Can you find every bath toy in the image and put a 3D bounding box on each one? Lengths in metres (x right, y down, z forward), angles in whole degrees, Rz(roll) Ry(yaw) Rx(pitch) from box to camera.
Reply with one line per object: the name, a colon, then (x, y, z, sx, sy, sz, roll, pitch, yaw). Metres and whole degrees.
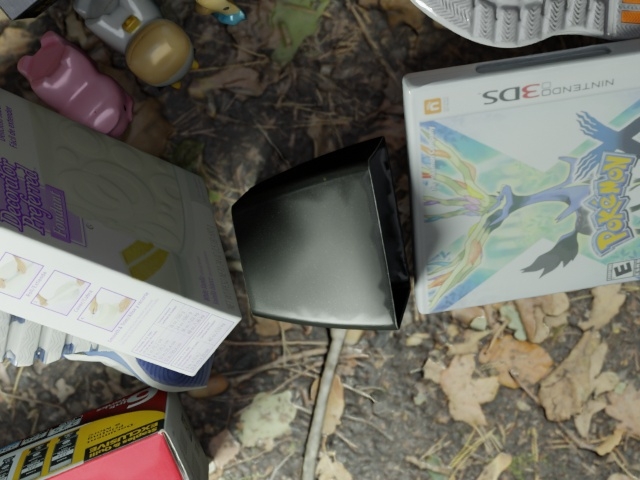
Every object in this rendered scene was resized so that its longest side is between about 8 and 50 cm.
bath toy: (-0.247, -0.171, 1.536, 0.348, 0.151, 0.129, -43, 136, 4)

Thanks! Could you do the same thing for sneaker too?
sneaker: (0.213, -0.275, 1.514, 0.321, 0.180, 0.125, 6, 102, -20)
sneaker: (-0.276, 0.075, 1.576, 0.315, 0.182, 0.127, 14, 95, -37)

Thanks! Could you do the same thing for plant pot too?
plant pot: (0.000, 0.000, 1.560, 0.167, 0.188, 0.187, -9, 101, 9)

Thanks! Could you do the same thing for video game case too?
video game case: (0.248, -0.066, 1.556, 0.300, 0.036, 0.329, -9, 131, -3)

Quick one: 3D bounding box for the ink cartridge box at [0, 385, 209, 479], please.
ink cartridge box: (-0.286, 0.299, 1.538, 0.309, 0.272, 0.130, -23, 101, -1)

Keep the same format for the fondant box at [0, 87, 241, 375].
fondant box: (-0.255, -0.020, 1.404, 0.330, 0.238, 0.096, 22, 120, -32)

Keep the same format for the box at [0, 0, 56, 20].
box: (-0.245, -0.326, 1.473, 0.231, 0.183, 0.056, -39, 101, 2)
